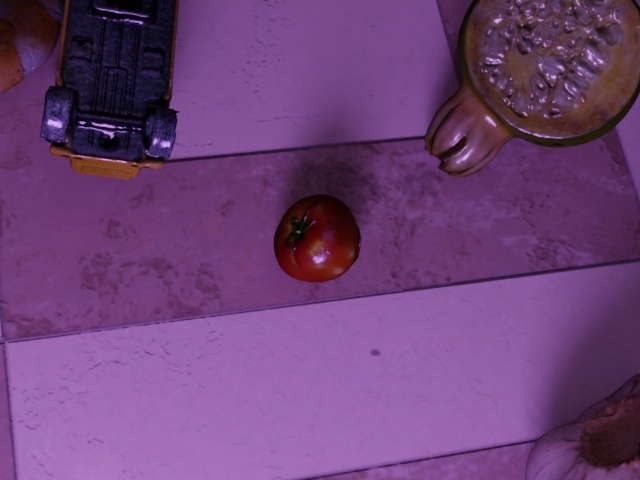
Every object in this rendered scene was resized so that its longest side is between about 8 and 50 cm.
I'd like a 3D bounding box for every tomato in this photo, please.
[{"bbox_3d":[0.000,0.000,1.004,0.075,0.087,0.087,23,59,-41],"label":"tomato"}]

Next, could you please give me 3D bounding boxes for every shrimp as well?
[{"bbox_3d":[-0.348,-0.239,1.039,0.185,0.068,0.286,6,65,-10],"label":"shrimp"}]

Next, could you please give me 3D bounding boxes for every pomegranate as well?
[{"bbox_3d":[0.226,-0.164,1.082,0.190,0.159,0.240,18,93,5],"label":"pomegranate"}]

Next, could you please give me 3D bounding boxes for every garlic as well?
[{"bbox_3d":[0.324,0.239,0.916,0.253,0.245,0.245,47,63,-24],"label":"garlic"}]

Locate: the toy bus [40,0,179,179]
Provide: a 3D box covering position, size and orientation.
[{"bbox_3d":[-0.198,-0.218,1.027,0.121,0.123,0.335,7,70,-15],"label":"toy bus"}]
